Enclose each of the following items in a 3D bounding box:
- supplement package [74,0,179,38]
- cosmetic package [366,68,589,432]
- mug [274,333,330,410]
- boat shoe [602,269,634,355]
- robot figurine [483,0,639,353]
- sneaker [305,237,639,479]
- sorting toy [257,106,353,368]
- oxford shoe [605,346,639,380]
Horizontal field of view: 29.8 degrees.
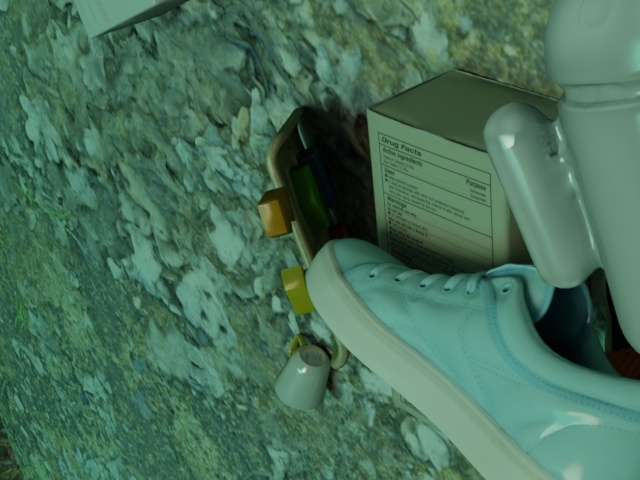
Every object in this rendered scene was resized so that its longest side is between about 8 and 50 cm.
[{"bbox_3d":[-0.192,-0.297,1.296,0.179,0.105,0.105,-6,107,57],"label":"supplement package"},{"bbox_3d":[0.140,0.026,1.044,0.160,0.113,0.309,27,133,43],"label":"cosmetic package"},{"bbox_3d":[-0.022,0.153,1.426,0.078,0.062,0.064,40,134,22],"label":"mug"},{"bbox_3d":[0.249,0.052,0.972,0.042,0.049,0.133,0,109,26],"label":"boat shoe"},{"bbox_3d":[0.254,-0.058,0.730,0.299,0.200,0.354,-14,104,17],"label":"robot figurine"},{"bbox_3d":[0.133,0.069,0.906,0.366,0.135,0.150,41,103,42],"label":"sneaker"},{"bbox_3d":[0.000,0.000,1.145,0.307,0.041,0.229,-73,-33,-76],"label":"sorting toy"},{"bbox_3d":[0.323,0.171,0.855,0.363,0.130,0.133,14,145,49],"label":"oxford shoe"}]
